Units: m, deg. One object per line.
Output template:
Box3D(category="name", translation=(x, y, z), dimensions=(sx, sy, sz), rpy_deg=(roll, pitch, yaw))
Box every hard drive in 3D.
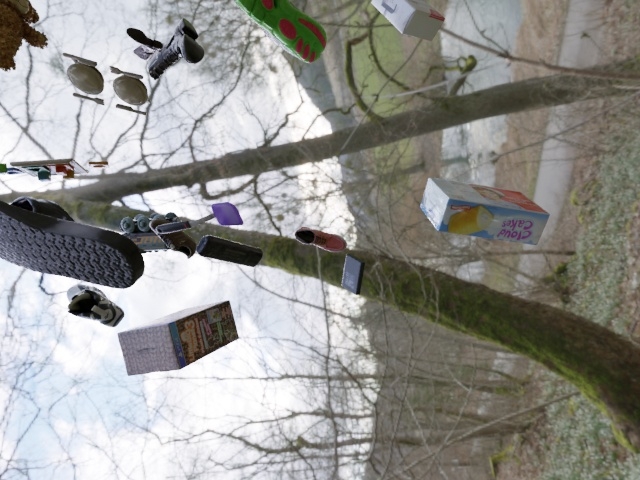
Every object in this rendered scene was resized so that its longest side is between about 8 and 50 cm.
Box3D(category="hard drive", translation=(0.124, 0.128, 1.707), dimensions=(0.094, 0.022, 0.135), rpy_deg=(30, 119, 47))

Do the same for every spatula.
Box3D(category="spatula", translation=(-0.379, -0.059, 1.375), dimensions=(0.030, 0.296, 0.084), rpy_deg=(-80, -25, -57))

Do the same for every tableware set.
Box3D(category="tableware set", translation=(-0.522, -0.393, 1.113), dimensions=(0.128, 0.194, 0.039), rpy_deg=(114, 167, -53))

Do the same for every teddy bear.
Box3D(category="teddy bear", translation=(-1.059, -0.716, 1.493), dimensions=(0.245, 0.113, 0.338), rpy_deg=(35, -127, -16))

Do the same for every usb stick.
Box3D(category="usb stick", translation=(-0.288, 0.038, 1.460), dimensions=(0.045, 0.077, 0.278), rpy_deg=(41, -169, 30))

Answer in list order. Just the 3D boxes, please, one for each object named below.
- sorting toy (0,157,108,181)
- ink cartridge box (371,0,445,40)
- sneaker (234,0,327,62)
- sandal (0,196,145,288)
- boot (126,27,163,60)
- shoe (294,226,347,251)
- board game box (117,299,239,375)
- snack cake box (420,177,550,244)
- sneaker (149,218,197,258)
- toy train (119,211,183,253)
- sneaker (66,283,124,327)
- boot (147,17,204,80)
Box3D(category="sorting toy", translation=(-0.888, -0.229, 1.487), dimensions=(0.196, 0.347, 0.047), rpy_deg=(167, 96, -78))
Box3D(category="ink cartridge box", translation=(0.303, -0.806, 1.568), dimensions=(0.218, 0.158, 0.092), rpy_deg=(61, 138, 29))
Box3D(category="sneaker", translation=(-0.180, -0.782, 1.506), dimensions=(0.202, 0.185, 0.482), rpy_deg=(35, 178, 44))
Box3D(category="sandal", translation=(-0.580, -0.008, 0.980), dimensions=(0.107, 0.445, 0.168), rpy_deg=(-66, -9, -54))
Box3D(category="boot", translation=(-0.525, -0.564, 1.297), dimensions=(0.106, 0.114, 0.037), rpy_deg=(18, -100, -40))
Box3D(category="shoe", translation=(0.000, 0.000, 1.504), dimensions=(0.081, 0.177, 0.064), rpy_deg=(-33, -39, -78))
Box3D(category="board game box", translation=(-0.455, 0.313, 1.465), dimensions=(0.291, 0.231, 0.141), rpy_deg=(-16, -89, -63))
Box3D(category="snack cake box", translation=(0.402, -0.076, 1.118), dimensions=(0.152, 0.264, 0.089), rpy_deg=(-101, 21, -64))
Box3D(category="sneaker", translation=(-0.519, -0.005, 1.580), dimensions=(0.188, 0.066, 0.071), rpy_deg=(35, -144, -29))
Box3D(category="toy train", translation=(-0.816, -0.033, 2.172), dimensions=(0.142, 0.333, 0.191), rpy_deg=(-40, -54, -71))
Box3D(category="sneaker", translation=(-0.742, 0.184, 1.398), dimensions=(0.094, 0.234, 0.153), rpy_deg=(-53, -25, -15))
Box3D(category="boot", translation=(-0.541, -0.667, 1.639), dimensions=(0.091, 0.229, 0.263), rpy_deg=(32, -149, -46))
